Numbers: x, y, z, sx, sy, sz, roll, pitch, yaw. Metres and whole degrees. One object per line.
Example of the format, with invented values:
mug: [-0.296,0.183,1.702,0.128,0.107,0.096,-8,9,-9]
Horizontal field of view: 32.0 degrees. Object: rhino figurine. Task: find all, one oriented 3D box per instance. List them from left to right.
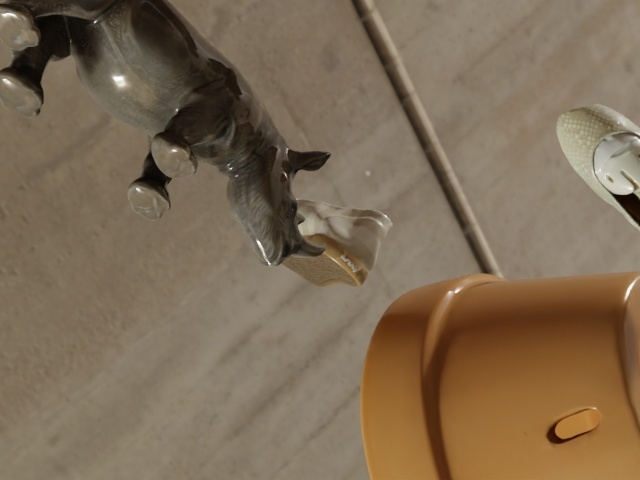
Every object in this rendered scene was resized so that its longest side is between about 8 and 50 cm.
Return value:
rhino figurine: [-0.075,-0.069,0.630,0.073,0.243,0.106,-25,-147,39]

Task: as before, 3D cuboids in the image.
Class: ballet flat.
ballet flat: [0.236,-0.034,0.791,0.057,0.168,0.052,-43,-176,-1]

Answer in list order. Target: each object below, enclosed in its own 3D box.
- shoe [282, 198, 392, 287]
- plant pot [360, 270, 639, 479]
shoe: [0.000,0.000,0.984,0.058,0.076,0.219,-56,-160,-11]
plant pot: [0.200,0.146,0.890,0.203,0.291,0.291,-24,-152,37]
